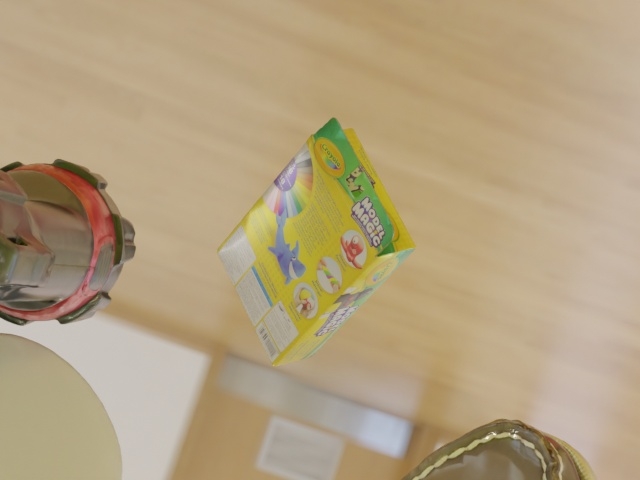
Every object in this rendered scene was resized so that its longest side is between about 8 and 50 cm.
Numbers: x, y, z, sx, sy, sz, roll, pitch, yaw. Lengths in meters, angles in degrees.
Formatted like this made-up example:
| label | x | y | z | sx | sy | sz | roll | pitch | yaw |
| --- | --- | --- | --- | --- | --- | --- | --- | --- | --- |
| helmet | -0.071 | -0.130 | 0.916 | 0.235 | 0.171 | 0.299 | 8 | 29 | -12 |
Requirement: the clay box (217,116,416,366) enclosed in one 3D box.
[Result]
| label | x | y | z | sx | sy | sz | roll | pitch | yaw |
| --- | --- | --- | --- | --- | --- | --- | --- | --- | --- |
| clay box | 0.000 | 0.000 | 1.690 | 0.053 | 0.127 | 0.222 | -11 | 155 | -39 |

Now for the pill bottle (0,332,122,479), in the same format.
| label | x | y | z | sx | sy | sz | roll | pitch | yaw |
| --- | --- | --- | --- | --- | --- | --- | --- | --- | --- |
| pill bottle | -0.268 | 0.188 | 1.177 | 0.176 | 0.176 | 0.318 | 28 | 129 | -34 |

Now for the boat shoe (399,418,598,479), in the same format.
| label | x | y | z | sx | sy | sz | roll | pitch | yaw |
| --- | --- | --- | --- | --- | --- | --- | --- | --- | --- |
| boat shoe | 0.001 | 0.201 | 0.854 | 0.116 | 0.324 | 0.097 | 36 | 170 | 39 |

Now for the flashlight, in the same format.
| label | x | y | z | sx | sy | sz | roll | pitch | yaw |
| --- | --- | --- | --- | --- | --- | --- | --- | --- | --- |
| flashlight | -0.178 | -0.003 | 1.037 | 0.103 | 0.103 | 0.304 | -29 | 174 | 6 |
